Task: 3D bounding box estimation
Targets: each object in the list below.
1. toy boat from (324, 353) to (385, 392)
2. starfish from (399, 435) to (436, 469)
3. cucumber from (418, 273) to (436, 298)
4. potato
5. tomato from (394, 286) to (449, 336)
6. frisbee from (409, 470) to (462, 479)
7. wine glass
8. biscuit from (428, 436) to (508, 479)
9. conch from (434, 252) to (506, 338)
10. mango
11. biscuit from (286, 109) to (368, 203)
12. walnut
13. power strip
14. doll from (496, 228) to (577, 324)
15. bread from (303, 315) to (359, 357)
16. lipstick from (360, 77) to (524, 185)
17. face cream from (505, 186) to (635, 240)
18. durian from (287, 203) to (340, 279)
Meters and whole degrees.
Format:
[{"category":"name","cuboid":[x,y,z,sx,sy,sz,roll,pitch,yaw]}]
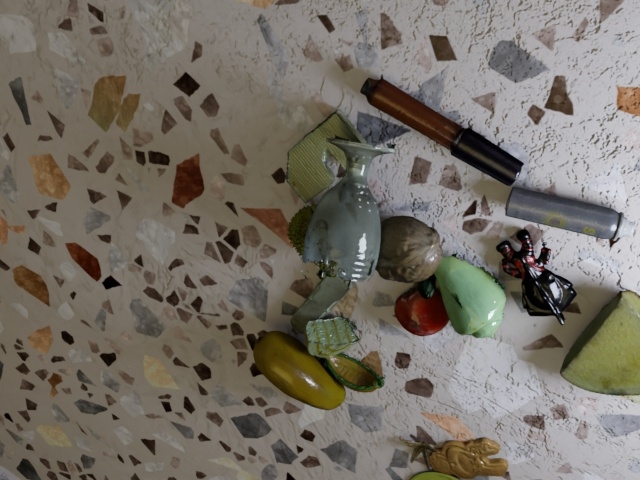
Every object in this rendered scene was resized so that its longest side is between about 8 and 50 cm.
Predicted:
[{"category":"toy boat","cuboid":[0.090,0.387,1.931,0.230,0.089,0.088,25,139,23]},{"category":"starfish","cuboid":[0.316,0.645,1.998,0.130,0.041,0.133,-26,102,45]},{"category":"cucumber","cuboid":[0.279,0.120,1.705,0.048,0.105,0.048,6,122,9]},{"category":"potato","cuboid":[0.709,0.262,1.590,0.255,0.112,0.269,-34,96,37]},{"category":"tomato","cuboid":[0.272,0.202,1.756,0.159,0.091,0.139,-25,106,29]},{"category":"frisbee","cuboid":[0.391,0.829,2.082,0.236,0.017,0.236,10,120,19]},{"category":"wine glass","cuboid":[0.068,-0.071,1.549,0.191,0.190,0.357,15,99,16]},{"category":"biscuit","cuboid":[0.441,0.665,1.966,0.236,0.040,0.144,-18,103,28]},{"category":"conch","cuboid":[0.390,0.138,1.670,0.143,0.137,0.250,-13,92,56]},{"category":"mango","cuboid":[-0.062,0.398,1.945,0.332,0.195,0.142,39,101,-3]},{"category":"biscuit","cuboid":[0.007,-0.213,1.676,0.250,0.046,0.147,-36,100,33]},{"category":"walnut","cuboid":[0.217,0.023,1.623,0.178,0.178,0.230,55,157,-11]},{"category":"power strip","cuboid":[-0.001,0.182,1.888,0.080,0.048,0.286,40,125,2]},{"category":"doll","cuboid":[0.537,0.095,1.595,0.248,0.088,0.127,55,144,1]},{"category":"bread","cuboid":[0.025,0.292,1.888,0.156,0.103,0.110,2,134,-12]},{"category":"lipstick","cuboid":[0.280,-0.261,1.515,0.418,0.077,0.077,32,124,7]},{"category":"face cream","cuboid":[0.575,-0.059,1.497,0.284,0.073,0.073,15,121,15]},{"category":"durian","cuboid":[0.008,-0.012,1.729,0.159,0.146,0.198,-42,101,18]}]
